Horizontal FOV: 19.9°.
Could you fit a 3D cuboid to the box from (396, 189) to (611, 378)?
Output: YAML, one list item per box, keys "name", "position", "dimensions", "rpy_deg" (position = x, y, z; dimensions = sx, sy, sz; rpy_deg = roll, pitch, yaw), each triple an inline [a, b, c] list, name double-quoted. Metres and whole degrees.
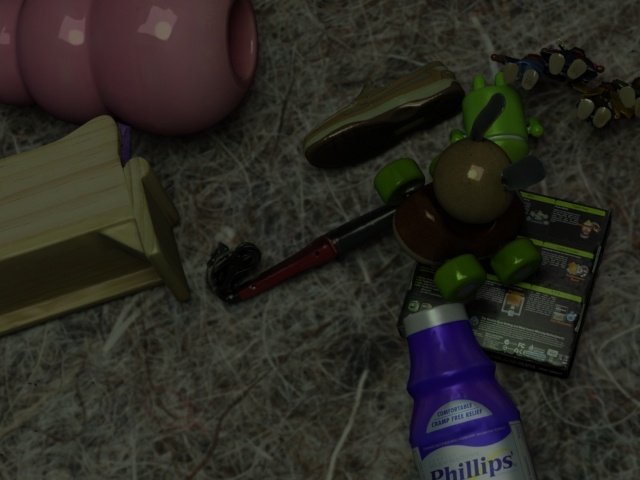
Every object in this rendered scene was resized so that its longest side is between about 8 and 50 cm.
- name: "box"
  position: [0.196, 0.035, 1.939]
  dimensions: [0.190, 0.045, 0.184]
  rpy_deg: [13, 72, 13]

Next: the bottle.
- name: "bottle"
  position: [0.151, 0.206, 1.846]
  dimensions: [0.118, 0.092, 0.283]
  rpy_deg: [-16, 78, 8]

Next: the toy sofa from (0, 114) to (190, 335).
- name: "toy sofa"
  position: [-0.336, 0.015, 1.971]
  dimensions: [0.362, 0.150, 0.177]
  rpy_deg: [-18, 66, 2]

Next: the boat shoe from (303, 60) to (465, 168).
- name: "boat shoe"
  position: [0.062, -0.143, 2.012]
  dimensions: [0.190, 0.068, 0.072]
  rpy_deg: [-22, 58, -9]

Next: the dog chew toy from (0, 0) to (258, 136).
- name: "dog chew toy"
  position: [-0.241, -0.216, 2.013]
  dimensions: [0.331, 0.206, 0.207]
  rpy_deg: [0, 72, 18]

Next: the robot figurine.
- name: "robot figurine"
  position: [0.190, -0.123, 1.977]
  dimensions: [0.101, 0.067, 0.115]
  rpy_deg: [-7, 71, 1]

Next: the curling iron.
- name: "curling iron"
  position: [0.000, 0.000, 1.963]
  dimensions: [0.274, 0.068, 0.035]
  rpy_deg: [-20, 34, 8]

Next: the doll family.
- name: "doll family"
  position: [0.278, -0.171, 1.963]
  dimensions: [0.193, 0.111, 0.076]
  rpy_deg: [31, 113, 5]

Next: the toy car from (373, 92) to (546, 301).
- name: "toy car"
  position: [0.165, -0.059, 1.834]
  dimensions: [0.149, 0.188, 0.155]
  rpy_deg: [-15, 63, -34]
